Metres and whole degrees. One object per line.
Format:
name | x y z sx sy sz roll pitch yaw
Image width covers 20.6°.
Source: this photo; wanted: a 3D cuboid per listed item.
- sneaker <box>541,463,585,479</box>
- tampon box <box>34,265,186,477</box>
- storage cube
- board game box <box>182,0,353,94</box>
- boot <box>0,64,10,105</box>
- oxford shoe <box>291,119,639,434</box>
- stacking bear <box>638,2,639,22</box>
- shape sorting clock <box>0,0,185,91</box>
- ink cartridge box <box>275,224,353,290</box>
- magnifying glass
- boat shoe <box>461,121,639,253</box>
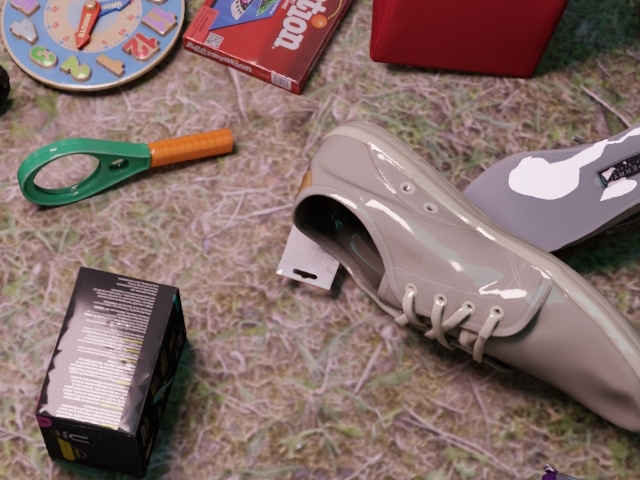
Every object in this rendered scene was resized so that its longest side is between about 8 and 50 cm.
sneaker | 0.195 0.313 1.652 0.098 0.083 0.223 21 57 34
tampon box | -0.202 0.129 1.710 0.101 0.120 0.161 12 63 5
storage cube | 0.157 -0.308 1.888 0.215 0.193 0.183 4 62 -7
board game box | -0.027 -0.303 1.993 0.145 0.027 0.281 23 64 10
boot | -0.404 -0.262 1.907 0.348 0.131 0.260 -41 62 -8
oxford shoe | 0.146 0.056 1.717 0.449 0.169 0.130 38 63 18
stacking bear | 0.436 -0.318 1.853 0.164 0.289 0.175 -28 66 -14
shape sorting clock | -0.254 -0.253 1.958 0.206 0.040 0.206 0 62 0
ink cartridge box | 0.000 0.000 1.831 0.063 0.029 0.115 17 64 8
magnifying glass | -0.204 -0.084 1.851 0.231 0.092 0.026 -14 59 -19
boat shoe | 0.290 -0.061 1.820 0.306 0.105 0.113 -27 75 13
